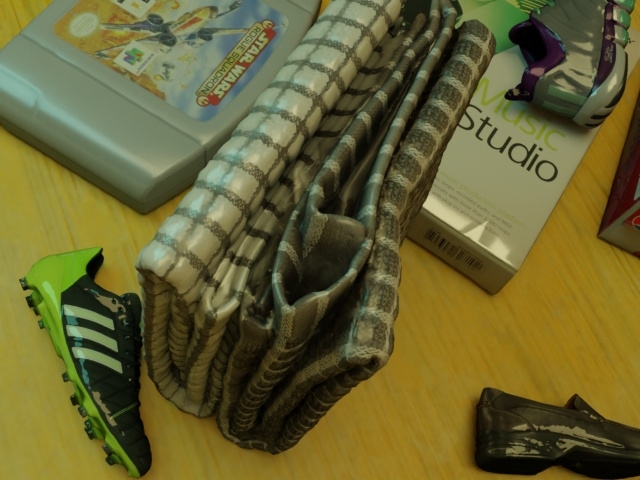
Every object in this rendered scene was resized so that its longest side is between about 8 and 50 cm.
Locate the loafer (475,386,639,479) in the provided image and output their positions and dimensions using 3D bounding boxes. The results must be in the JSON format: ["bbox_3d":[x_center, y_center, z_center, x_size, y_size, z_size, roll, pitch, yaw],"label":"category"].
[{"bbox_3d":[0.202,0.146,0.596,0.170,0.062,0.061,7,59,-10],"label":"loafer"}]

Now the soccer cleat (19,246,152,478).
[{"bbox_3d":[-0.151,0.080,0.554,0.072,0.060,0.179,-23,68,-22],"label":"soccer cleat"}]

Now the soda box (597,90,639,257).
[{"bbox_3d":[0.350,-0.103,0.732,0.092,0.083,0.263,26,63,1],"label":"soda box"}]

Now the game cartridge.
[{"bbox_3d":[-0.127,-0.174,0.686,0.198,0.062,0.297,29,62,8],"label":"game cartridge"}]

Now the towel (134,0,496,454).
[{"bbox_3d":[0.000,0.000,0.498,0.121,0.284,0.235,30,64,2],"label":"towel"}]

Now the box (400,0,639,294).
[{"bbox_3d":[0.143,-0.139,0.721,0.232,0.058,0.322,34,61,5],"label":"box"}]

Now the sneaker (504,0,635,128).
[{"bbox_3d":[0.225,-0.210,0.699,0.098,0.083,0.224,14,63,0],"label":"sneaker"}]
